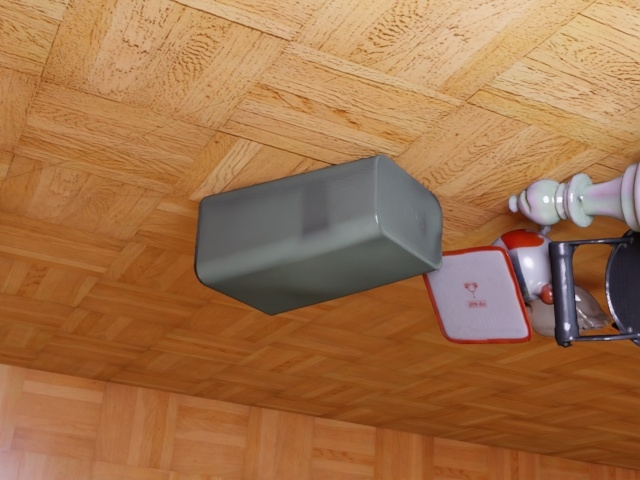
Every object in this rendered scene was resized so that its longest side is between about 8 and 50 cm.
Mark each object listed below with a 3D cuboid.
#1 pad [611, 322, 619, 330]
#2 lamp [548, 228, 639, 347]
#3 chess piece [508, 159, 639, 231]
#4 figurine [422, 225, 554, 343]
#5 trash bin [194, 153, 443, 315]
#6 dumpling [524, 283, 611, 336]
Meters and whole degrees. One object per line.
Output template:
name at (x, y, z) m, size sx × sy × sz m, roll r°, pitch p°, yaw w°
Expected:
pad at (0.785, 0.206, 1.944) m, size 0.181 × 0.004 × 0.267 m, roll -17°, pitch 150°, yaw 41°
lamp at (0.575, 0.066, 1.335) m, size 0.374 × 0.205 × 0.272 m, roll -5°, pitch 176°, yaw 34°
chess piece at (0.392, -0.059, 1.256) m, size 0.272 × 0.139 × 0.139 m, roll -1°, pitch 159°, yaw 41°
figurine at (0.315, 0.050, 1.427) m, size 0.226 × 0.160 × 0.183 m, roll -27°, pitch -168°, yaw -38°
trash bin at (0.000, 0.000, 1.396) m, size 0.343 × 0.158 × 0.223 m, roll -12°, pitch 152°, yaw 33°
dumpling at (0.477, 0.139, 1.711) m, size 0.199 × 0.118 × 0.136 m, roll 21°, pitch -171°, yaw 43°
